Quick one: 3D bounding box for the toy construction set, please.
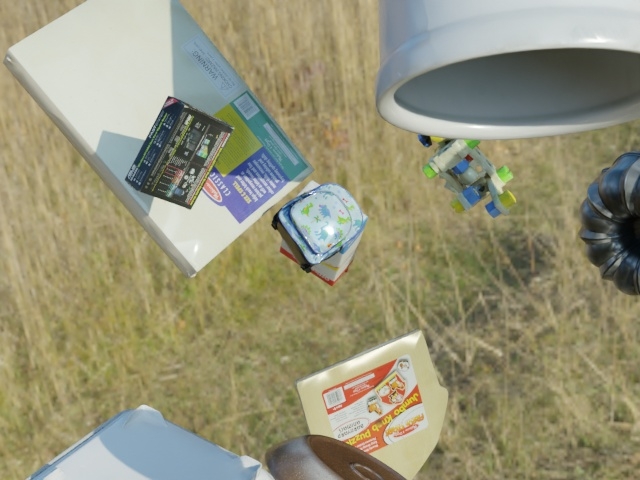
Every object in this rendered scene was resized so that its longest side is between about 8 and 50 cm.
[{"bbox_3d":[0.286,-0.162,1.872,0.151,0.215,0.327,-40,7,10],"label":"toy construction set"}]

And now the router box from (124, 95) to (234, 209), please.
[{"bbox_3d":[-0.174,-0.107,1.177,0.038,0.122,0.092,35,8,38],"label":"router box"}]

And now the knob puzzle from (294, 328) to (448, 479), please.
[{"bbox_3d":[0.070,0.224,1.178,0.213,0.213,0.030,-16,16,-18],"label":"knob puzzle"}]

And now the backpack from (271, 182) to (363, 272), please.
[{"bbox_3d":[0.003,-0.028,1.395,0.114,0.105,0.084,-35,2,-21],"label":"backpack"}]

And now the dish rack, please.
[{"bbox_3d":[-0.214,0.325,1.218,0.286,0.072,0.333,24,20,13],"label":"dish rack"}]

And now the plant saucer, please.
[{"bbox_3d":[0.040,0.243,0.930,0.199,0.036,0.198,30,4,-2],"label":"plant saucer"}]

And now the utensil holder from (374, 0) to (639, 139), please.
[{"bbox_3d":[0.219,-0.334,1.032,0.328,0.385,0.327,0,-10,0],"label":"utensil holder"}]

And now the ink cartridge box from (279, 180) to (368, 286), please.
[{"bbox_3d":[0.000,0.000,1.858,0.134,0.231,0.078,33,61,11],"label":"ink cartridge box"}]

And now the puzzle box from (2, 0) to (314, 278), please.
[{"bbox_3d":[-0.228,-0.179,1.408,0.272,0.409,0.052,-42,7,-31],"label":"puzzle box"}]

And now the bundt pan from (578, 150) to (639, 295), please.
[{"bbox_3d":[0.672,-0.019,1.955,0.124,0.330,0.331,-26,32,-38],"label":"bundt pan"}]
